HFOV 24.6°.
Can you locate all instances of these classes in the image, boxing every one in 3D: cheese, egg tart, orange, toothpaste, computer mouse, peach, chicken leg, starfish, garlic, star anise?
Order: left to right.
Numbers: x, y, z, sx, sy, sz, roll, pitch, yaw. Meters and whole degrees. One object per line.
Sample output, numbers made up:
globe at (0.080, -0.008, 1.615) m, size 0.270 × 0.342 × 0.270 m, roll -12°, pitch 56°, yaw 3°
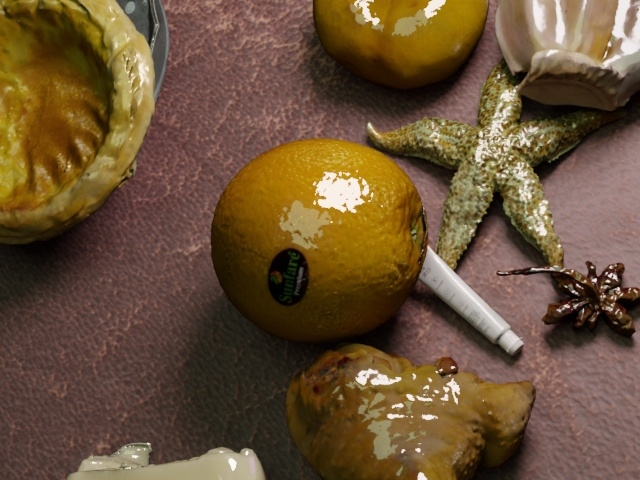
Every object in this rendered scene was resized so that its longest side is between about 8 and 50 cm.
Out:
egg tart at (-0.381, -0.177, 2.050) m, size 0.388 × 0.169 × 0.388 m, roll -5°, pitch 78°, yaw 26°
computer mouse at (-0.274, -0.260, 2.143) m, size 0.126 × 0.071 × 0.231 m, roll 0°, pitch 78°, yaw 30°
cheese at (-0.193, 0.345, 1.816) m, size 0.266 × 0.127 × 0.233 m, roll -4°, pitch 63°, yaw 11°
orange at (0.000, 0.000, 1.835) m, size 0.274 × 0.274 × 0.274 m, roll -6°, pitch 65°, yaw 13°
peach at (0.113, -0.329, 2.021) m, size 0.251 × 0.153 × 0.251 m, roll -4°, pitch 73°, yaw 12°
chicken leg at (0.140, 0.257, 1.710) m, size 0.295 × 0.182 × 0.409 m, roll -16°, pitch 42°, yaw -13°
toothpaste at (0.182, 0.076, 1.870) m, size 0.190 × 0.031 × 0.048 m, roll 43°, pitch 112°, yaw 19°
starfish at (0.247, -0.100, 1.924) m, size 0.347 × 0.078 × 0.358 m, roll -33°, pitch 62°, yaw -3°
star anise at (0.312, 0.062, 1.825) m, size 0.190 × 0.070 × 0.097 m, roll 6°, pitch 79°, yaw 5°
garlic at (0.373, -0.313, 1.933) m, size 0.279 × 0.132 × 0.325 m, roll 11°, pitch 62°, yaw 6°
